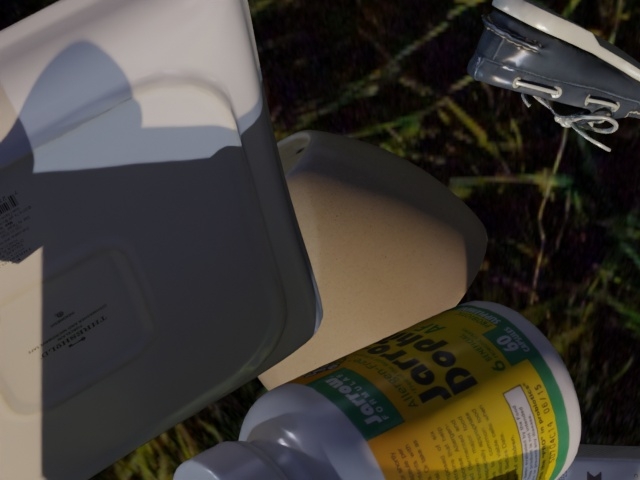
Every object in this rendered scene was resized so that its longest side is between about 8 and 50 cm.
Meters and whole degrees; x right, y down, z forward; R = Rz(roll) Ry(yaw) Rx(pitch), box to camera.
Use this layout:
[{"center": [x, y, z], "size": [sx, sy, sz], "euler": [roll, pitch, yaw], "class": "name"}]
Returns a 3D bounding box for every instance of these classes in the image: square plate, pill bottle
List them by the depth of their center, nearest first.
[{"center": [0.030, 0.117, 0.667], "size": [0.208, 0.117, 0.117], "euler": [-21, 64, -33], "class": "pill bottle"}, {"center": [-0.156, 0.040, 0.708], "size": [0.347, 0.344, 0.049], "euler": [-31, 52, -16], "class": "square plate"}]

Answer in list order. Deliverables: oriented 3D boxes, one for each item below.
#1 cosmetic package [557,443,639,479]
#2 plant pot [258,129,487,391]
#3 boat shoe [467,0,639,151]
[{"center": [0.289, 0.289, 1.268], "size": [0.183, 0.151, 0.151], "euler": [-4, 84, 29], "class": "cosmetic package"}, {"center": [0.000, 0.000, 1.271], "size": [0.284, 0.284, 0.191], "euler": [-43, 110, -10], "class": "plant pot"}, {"center": [0.211, -0.131, 1.022], "size": [0.095, 0.254, 0.079], "euler": [39, 107, 35], "class": "boat shoe"}]
